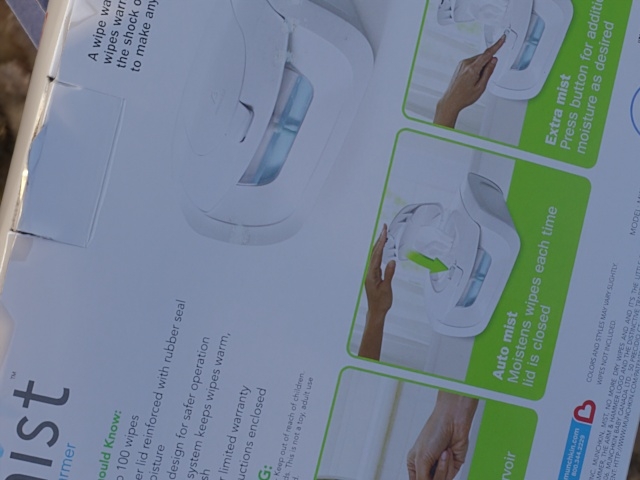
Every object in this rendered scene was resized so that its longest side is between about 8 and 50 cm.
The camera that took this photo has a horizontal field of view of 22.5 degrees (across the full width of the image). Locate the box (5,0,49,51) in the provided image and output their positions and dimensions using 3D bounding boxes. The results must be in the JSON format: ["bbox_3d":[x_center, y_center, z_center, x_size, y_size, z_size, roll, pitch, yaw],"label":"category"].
[{"bbox_3d":[-0.217,-0.288,1.416,0.163,0.142,0.247,-27,111,9],"label":"box"}]

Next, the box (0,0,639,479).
[{"bbox_3d":[0.000,0.000,0.586,0.231,0.127,0.261,13,87,-12],"label":"box"}]
